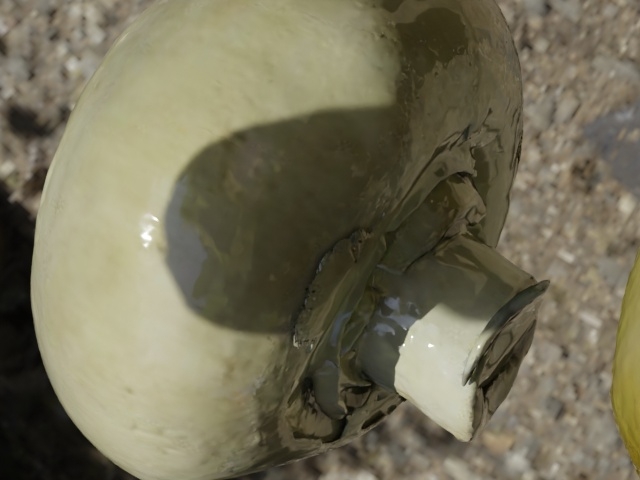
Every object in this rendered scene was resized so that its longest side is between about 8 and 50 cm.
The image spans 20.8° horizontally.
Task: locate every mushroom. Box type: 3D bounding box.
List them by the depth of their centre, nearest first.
[{"bbox_3d":[0.000,0.000,0.711,0.202,0.246,0.246,37,143,24],"label":"mushroom"}]

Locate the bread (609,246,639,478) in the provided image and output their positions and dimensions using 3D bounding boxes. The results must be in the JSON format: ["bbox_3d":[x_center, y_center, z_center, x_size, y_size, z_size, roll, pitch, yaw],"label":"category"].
[{"bbox_3d":[0.205,0.071,0.348,0.300,0.210,0.341,37,161,-6],"label":"bread"}]
